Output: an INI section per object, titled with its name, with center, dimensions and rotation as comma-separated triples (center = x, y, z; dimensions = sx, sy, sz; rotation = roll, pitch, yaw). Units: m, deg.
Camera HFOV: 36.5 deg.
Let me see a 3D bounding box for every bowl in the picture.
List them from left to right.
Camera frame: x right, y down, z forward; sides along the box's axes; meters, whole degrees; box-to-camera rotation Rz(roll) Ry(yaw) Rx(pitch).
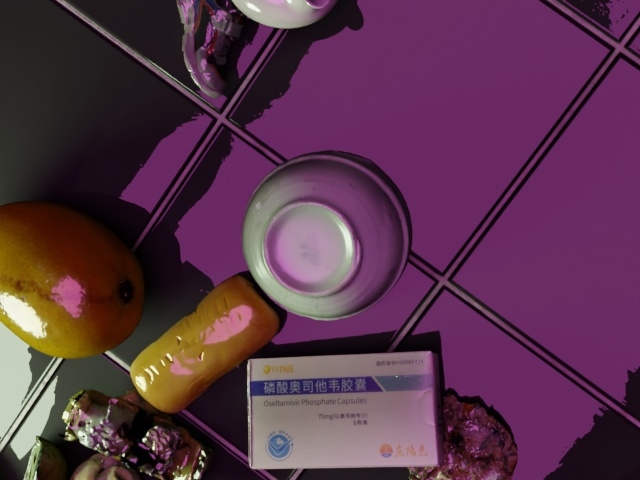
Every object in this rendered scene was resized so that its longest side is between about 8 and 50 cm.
[bowl]
center = 0.000, 0.000, 1.695
dimensions = 0.307, 0.163, 0.307
rotation = 2, 100, 11

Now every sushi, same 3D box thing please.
[sushi]
center = -0.335, 0.361, 1.803
dimensions = 0.291, 0.131, 0.139
rotation = 25, 85, 5

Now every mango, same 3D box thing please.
[mango]
center = -0.495, 0.062, 1.761
dimensions = 0.378, 0.221, 0.263
rotation = 20, 104, 16

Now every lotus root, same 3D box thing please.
[lotus root]
center = -0.523, 0.473, 1.851
dimensions = 0.078, 0.183, 0.203
rotation = 12, 106, -19

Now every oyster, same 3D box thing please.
[oyster]
center = 0.241, 0.414, 1.734
dimensions = 0.198, 0.092, 0.259
rotation = 28, 98, 2

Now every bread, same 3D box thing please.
[bread]
center = -0.218, 0.199, 1.791
dimensions = 0.305, 0.091, 0.142
rotation = -41, 83, 12

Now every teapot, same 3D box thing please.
[teapot]
center = -0.067, -0.463, 1.635
dimensions = 0.204, 0.139, 0.298
rotation = -24, 66, -18

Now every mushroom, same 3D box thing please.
[mushroom]
center = -0.405, 0.471, 1.833
dimensions = 0.112, 0.148, 0.148
rotation = -40, 89, 23

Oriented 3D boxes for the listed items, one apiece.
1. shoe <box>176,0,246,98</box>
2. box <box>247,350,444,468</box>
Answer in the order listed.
[shoe]
center = -0.175, -0.368, 1.706
dimensions = 0.126, 0.099, 0.227
rotation = -10, 91, 14
[box]
center = 0.041, 0.304, 1.726
dimensions = 0.344, 0.065, 0.200
rotation = -5, 80, 16
